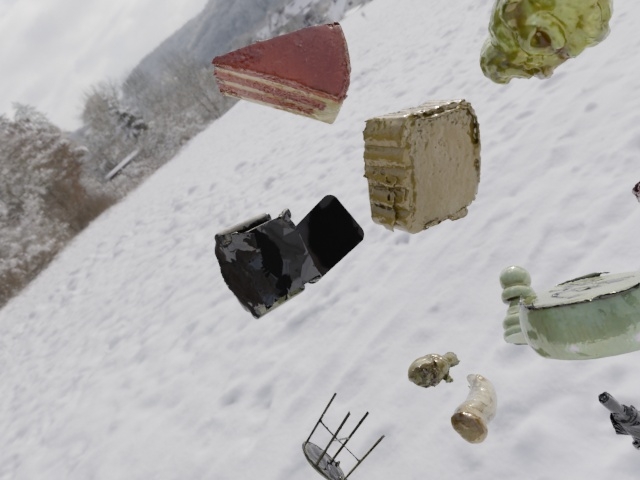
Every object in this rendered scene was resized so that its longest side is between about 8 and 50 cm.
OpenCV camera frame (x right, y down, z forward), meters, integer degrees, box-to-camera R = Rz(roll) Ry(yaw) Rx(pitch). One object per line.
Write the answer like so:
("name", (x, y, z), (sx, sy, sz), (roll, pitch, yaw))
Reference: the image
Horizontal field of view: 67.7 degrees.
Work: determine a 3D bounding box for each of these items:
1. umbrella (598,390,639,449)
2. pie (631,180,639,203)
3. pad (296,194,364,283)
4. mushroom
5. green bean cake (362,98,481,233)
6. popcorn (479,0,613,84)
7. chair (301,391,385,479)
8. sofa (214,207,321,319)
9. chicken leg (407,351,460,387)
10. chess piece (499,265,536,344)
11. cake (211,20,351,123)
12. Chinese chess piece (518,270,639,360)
("umbrella", (0.922, 0.540, 1.395), (0.118, 0.340, 0.118), (-43, 21, 21))
("pie", (0.431, -0.017, 0.565), (0.038, 0.153, 0.153), (-36, 24, 17))
("pad", (0.000, 0.000, 1.478), (0.267, 0.181, 0.004), (-43, -9, 27))
("mushroom", (0.493, 0.519, 1.501), (0.351, 0.122, 0.095), (-17, -47, -65))
("green bean cake", (0.190, -0.141, 0.903), (0.229, 0.224, 0.131), (-22, 26, -33))
("popcorn", (0.446, -0.433, 0.930), (0.225, 0.286, 0.174), (20, 56, 16))
("chair", (0.018, 0.595, 1.269), (0.326, 0.170, 0.160), (-53, 17, -2))
("sofa", (-0.153, 0.060, 1.322), (0.200, 0.258, 0.182), (-29, 4, -33))
("chicken leg", (0.355, 0.381, 1.428), (0.103, 0.227, 0.088), (-16, 79, 52))
("chess piece", (0.632, 0.196, 1.514), (0.133, 0.133, 0.243), (-24, 52, 36))
("cake", (-0.065, -0.300, 0.956), (0.262, 0.160, 0.158), (-20, -7, -9))
("Chinese chess piece", (0.678, 0.177, 1.187), (0.349, 0.146, 0.349), (-17, -3, -1))
